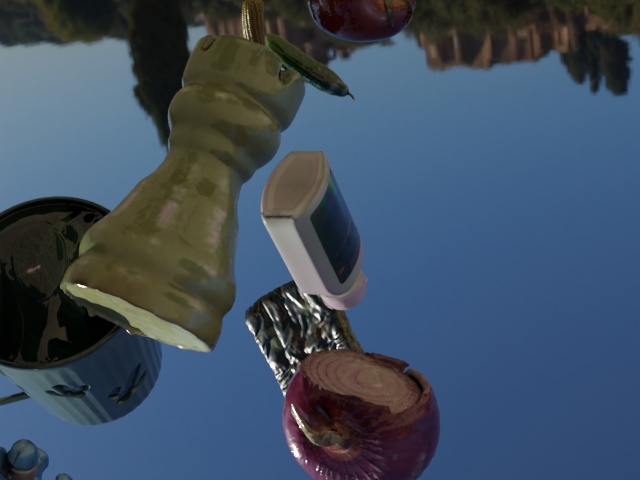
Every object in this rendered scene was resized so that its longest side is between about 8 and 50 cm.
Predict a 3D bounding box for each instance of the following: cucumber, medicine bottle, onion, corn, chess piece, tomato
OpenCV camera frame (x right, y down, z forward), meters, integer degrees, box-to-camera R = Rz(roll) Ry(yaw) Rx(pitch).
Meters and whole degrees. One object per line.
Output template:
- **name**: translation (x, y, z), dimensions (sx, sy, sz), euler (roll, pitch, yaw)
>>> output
- **cucumber**: translation (-0.025, -0.386, 2.138), dimensions (0.250, 0.056, 0.056), euler (32, -164, -9)
- **medicine bottle**: translation (0.000, 0.000, 1.163), dimensions (0.078, 0.219, 0.115), euler (1, -129, 24)
- **onion**: translation (0.052, 0.252, 1.261), dimensions (0.207, 0.201, 0.200), euler (-1, -163, -2)
- **corn**: translation (-0.105, -0.336, 1.483), dimensions (0.037, 0.092, 0.037), euler (-2, -151, 1)
- **chess piece**: translation (-0.185, -0.079, 1.385), dimensions (0.234, 0.234, 0.442), euler (6, -113, 40)
- **tomato**: translation (0.050, -0.362, 1.349), dimensions (0.167, 0.167, 0.167), euler (-8, -163, 3)

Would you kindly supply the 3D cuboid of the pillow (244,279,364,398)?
- **pillow**: translation (-0.008, 0.184, 1.434), dimensions (0.189, 0.256, 0.034), euler (-32, 170, 39)

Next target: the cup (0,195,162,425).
- **cup**: translation (-0.482, 0.141, 1.661), dimensions (0.400, 0.392, 0.310), euler (2, -119, 2)

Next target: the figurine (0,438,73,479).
- **figurine**: translation (-0.363, 0.285, 1.000), dimensions (0.180, 0.154, 0.262), euler (-43, 174, 21)
